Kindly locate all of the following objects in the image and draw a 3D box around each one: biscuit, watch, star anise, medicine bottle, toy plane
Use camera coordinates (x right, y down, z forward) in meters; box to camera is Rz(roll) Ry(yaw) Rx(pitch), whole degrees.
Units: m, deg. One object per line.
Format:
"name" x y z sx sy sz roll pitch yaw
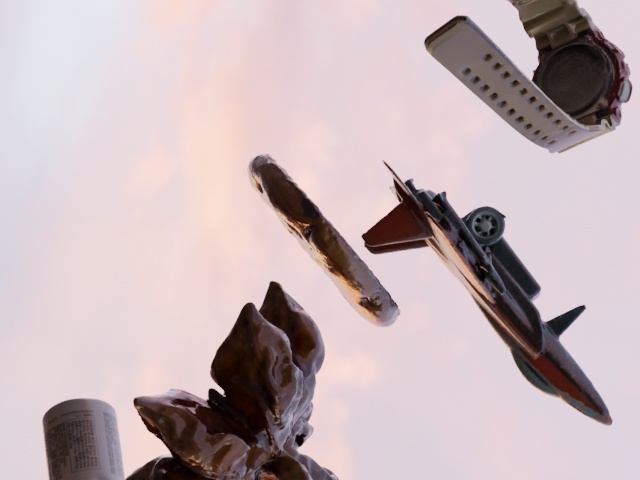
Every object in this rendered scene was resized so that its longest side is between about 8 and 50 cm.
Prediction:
"biscuit" 0.000 0.000 1.764 0.036 0.212 0.212 -40 -149 -3
"watch" 0.180 -0.178 1.687 0.102 0.268 0.165 -25 -129 29
"star anise" -0.048 0.127 1.217 0.111 0.212 0.196 12 -84 46
"medicine bottle" -0.243 0.240 1.945 0.079 0.079 0.140 -54 -141 45
"toy plane" 0.176 0.050 1.829 0.104 0.326 0.223 -49 170 -4
